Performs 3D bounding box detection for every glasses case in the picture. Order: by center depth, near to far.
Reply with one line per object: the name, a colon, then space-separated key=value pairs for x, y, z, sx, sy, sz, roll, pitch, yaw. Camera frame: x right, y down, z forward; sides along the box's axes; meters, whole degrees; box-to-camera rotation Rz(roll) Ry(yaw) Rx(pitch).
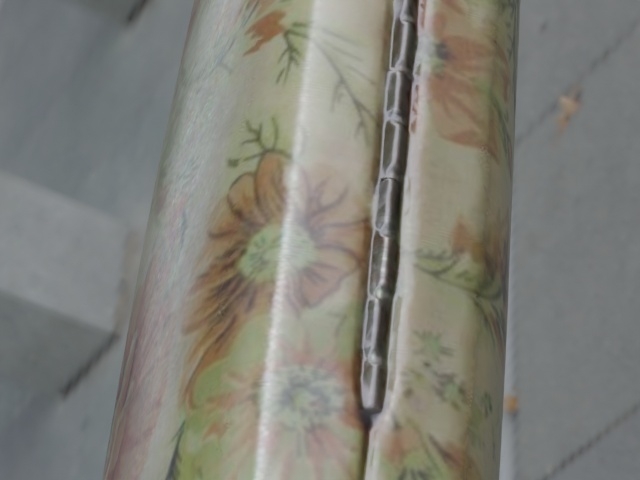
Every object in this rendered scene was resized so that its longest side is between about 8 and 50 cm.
glasses case: x=0.000 y=0.000 z=0.516 sx=0.156 sy=0.098 sz=0.425 roll=118 pitch=163 yaw=-51
